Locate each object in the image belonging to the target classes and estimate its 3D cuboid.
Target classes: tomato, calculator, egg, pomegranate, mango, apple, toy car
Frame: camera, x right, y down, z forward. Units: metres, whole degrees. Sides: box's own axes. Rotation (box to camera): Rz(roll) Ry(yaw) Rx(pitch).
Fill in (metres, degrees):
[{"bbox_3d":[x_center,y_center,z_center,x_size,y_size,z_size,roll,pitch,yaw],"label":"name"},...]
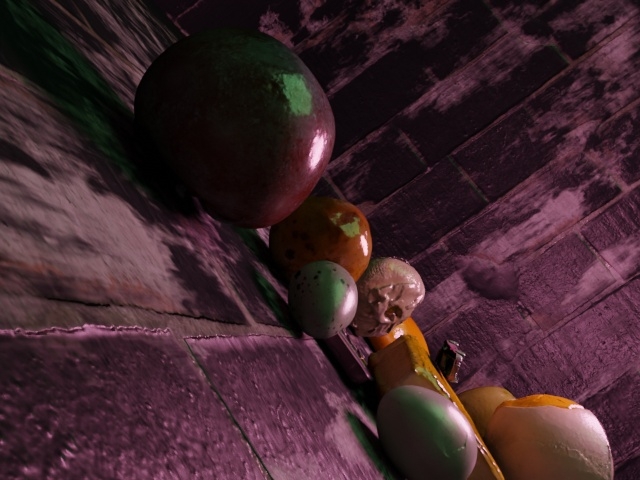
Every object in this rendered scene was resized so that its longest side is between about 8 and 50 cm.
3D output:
[{"bbox_3d":[-0.131,-0.169,1.129,0.317,0.282,0.317,45,-5,5],"label":"tomato"},{"bbox_3d":[0.040,0.209,1.514,0.194,0.043,0.294,54,1,2],"label":"calculator"},{"bbox_3d":[0.001,0.107,1.304,0.131,0.131,0.164,53,19,-14],"label":"egg"},{"bbox_3d":[0.000,0.000,1.513,0.215,0.215,0.215,54,5,-6],"label":"pomegranate"},{"bbox_3d":[0.232,0.302,2.132,0.257,0.138,0.187,47,19,-17],"label":"mango"},{"bbox_3d":[0.449,0.531,1.953,0.292,0.254,0.292,50,2,-2],"label":"apple"},{"bbox_3d":[0.181,0.339,1.270,0.209,0.151,0.151,50,6,-17],"label":"egg"},{"bbox_3d":[0.463,0.490,1.632,0.201,0.337,0.337,16,19,-18],"label":"egg"},{"bbox_3d":[0.287,0.267,1.649,0.055,0.069,0.142,17,7,-2],"label":"toy car"}]

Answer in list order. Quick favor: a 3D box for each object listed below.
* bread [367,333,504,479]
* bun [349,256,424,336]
[{"bbox_3d":[0.235,0.381,1.560,0.324,0.143,0.333,55,4,-2],"label":"bread"},{"bbox_3d":[0.157,0.157,1.925,0.239,0.239,0.141,50,8,-42],"label":"bun"}]
